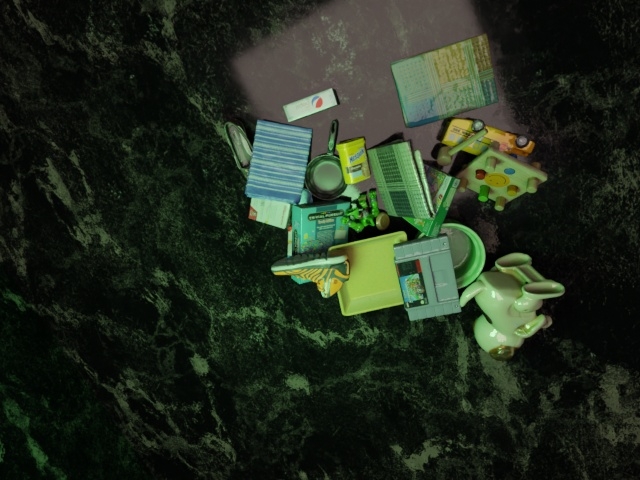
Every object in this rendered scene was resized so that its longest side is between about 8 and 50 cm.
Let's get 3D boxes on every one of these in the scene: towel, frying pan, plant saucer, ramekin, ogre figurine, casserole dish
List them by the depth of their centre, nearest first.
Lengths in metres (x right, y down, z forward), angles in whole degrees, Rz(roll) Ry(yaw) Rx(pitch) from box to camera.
[{"bbox_3d":[0.490,-0.624,1.642,0.371,0.040,0.271,-14,107,11],"label":"towel"},{"bbox_3d":[0.322,-0.244,1.676,0.056,0.312,0.324,-26,105,-18],"label":"towel"},{"bbox_3d":[-0.179,-0.333,1.770,0.244,0.040,0.335,9,90,-3],"label":"towel"},{"bbox_3d":[0.223,0.135,1.797,0.333,0.081,0.332,-13,109,2],"label":"plant saucer"},{"bbox_3d":[0.539,0.051,1.797,0.304,0.148,0.303,3,108,8],"label":"ramekin"},{"bbox_3d":[0.013,-0.337,1.799,0.198,0.053,0.325,-12,104,11],"label":"frying pan"},{"bbox_3d":[0.184,-0.114,1.811,0.097,0.197,0.118,6,141,46],"label":"ogre figurine"},{"bbox_3d":[0.279,-0.084,1.832,0.015,0.083,0.083,9,116,51],"label":"plant saucer"},{"bbox_3d":[-0.124,-0.196,1.874,0.189,0.037,0.114,16,110,4],"label":"casserole dish"}]

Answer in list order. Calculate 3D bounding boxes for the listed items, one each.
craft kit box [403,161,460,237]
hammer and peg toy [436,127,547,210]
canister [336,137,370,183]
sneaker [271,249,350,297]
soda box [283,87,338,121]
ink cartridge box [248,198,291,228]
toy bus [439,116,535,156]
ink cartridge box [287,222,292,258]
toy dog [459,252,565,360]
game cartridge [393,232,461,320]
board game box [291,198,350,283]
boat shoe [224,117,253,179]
[{"bbox_3d":[0.433,-0.175,1.692,0.061,0.246,0.249,9,111,-22],"label":"craft kit box"},{"bbox_3d":[0.642,-0.266,1.604,0.362,0.266,0.127,24,68,-8],"label":"hammer and peg toy"},{"bbox_3d":[0.142,-0.335,1.748,0.126,0.073,0.169,-24,111,-28],"label":"canister"},{"bbox_3d":[-0.035,0.152,1.696,0.322,0.124,0.179,-6,108,7],"label":"sneaker"},{"bbox_3d":[-0.039,-0.560,1.720,0.216,0.074,0.069,-16,105,13],"label":"soda box"},{"bbox_3d":[-0.219,-0.142,1.850,0.175,0.072,0.127,17,117,4],"label":"ink cartridge box"},{"bbox_3d":[0.660,-0.398,1.652,0.333,0.108,0.130,20,110,2],"label":"toy bus"},{"bbox_3d":[-0.078,-0.003,1.908,0.134,0.078,0.230,5,108,7],"label":"ink cartridge box"},{"bbox_3d":[0.788,0.321,1.766,0.396,0.284,0.407,-16,125,-16],"label":"toy dog"},{"bbox_3d":[0.443,0.160,1.730,0.230,0.068,0.354,-14,108,6],"label":"game cartridge"},{"bbox_3d":[0.000,0.000,1.822,0.254,0.079,0.335,-10,112,-33],"label":"board game box"},{"bbox_3d":[-0.331,-0.369,1.813,0.112,0.095,0.335,-23,104,11],"label":"boat shoe"}]
